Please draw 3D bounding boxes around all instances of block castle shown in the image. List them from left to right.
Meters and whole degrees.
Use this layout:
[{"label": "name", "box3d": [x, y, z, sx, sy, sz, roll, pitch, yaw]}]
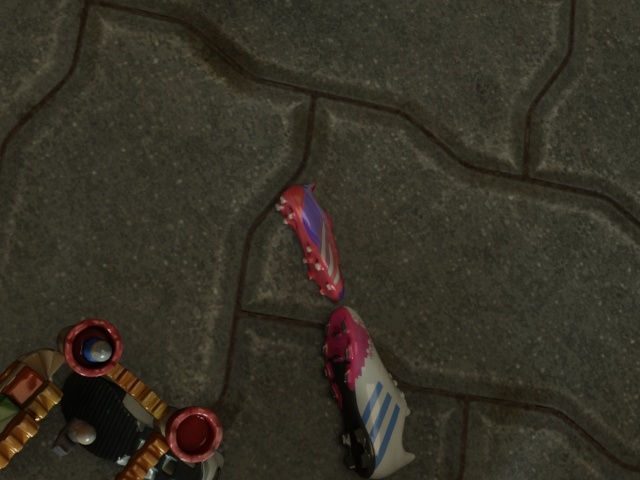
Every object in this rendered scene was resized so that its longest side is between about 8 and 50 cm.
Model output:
[{"label": "block castle", "box3d": [-0.393, 0.357, 1.299, 0.303, 0.213, 0.453, 46, 70, -17]}]

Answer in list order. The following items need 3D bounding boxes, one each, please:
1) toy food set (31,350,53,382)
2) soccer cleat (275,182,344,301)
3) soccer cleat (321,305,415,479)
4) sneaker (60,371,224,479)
[{"label": "toy food set", "box3d": [-0.566, 0.309, 1.460, 0.092, 0.220, 0.306, 42, 71, -12]}, {"label": "soccer cleat", "box3d": [0.000, 0.000, 1.761, 0.095, 0.083, 0.248, -24, 80, -23]}, {"label": "soccer cleat", "box3d": [0.096, 0.288, 1.706, 0.143, 0.116, 0.331, -4, 79, -31]}, {"label": "sneaker", "box3d": [-0.318, 0.344, 1.587, 0.330, 0.146, 0.122, 32, 96, 18]}]
